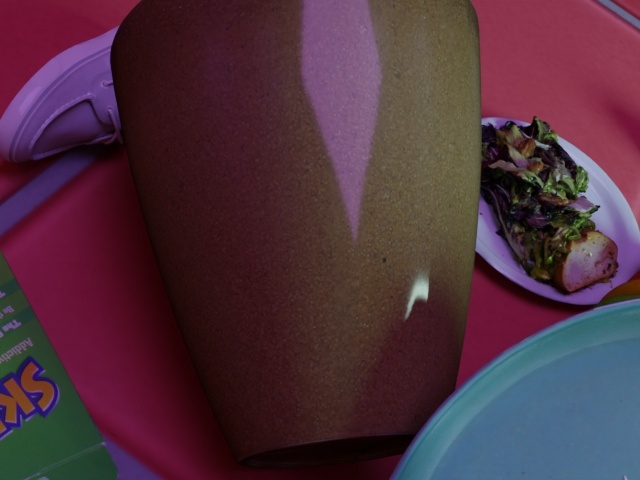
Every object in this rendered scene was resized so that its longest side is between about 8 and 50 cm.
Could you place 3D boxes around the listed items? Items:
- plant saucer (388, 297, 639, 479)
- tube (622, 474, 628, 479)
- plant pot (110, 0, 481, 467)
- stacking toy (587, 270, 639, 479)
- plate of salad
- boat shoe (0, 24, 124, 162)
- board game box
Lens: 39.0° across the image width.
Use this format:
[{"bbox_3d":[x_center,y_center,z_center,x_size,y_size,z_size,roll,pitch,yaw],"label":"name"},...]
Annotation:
[{"bbox_3d":[0.175,0.181,0.470,0.318,0.317,0.044,26,5,-6],"label":"plant saucer"},{"bbox_3d":[0.189,0.228,0.413,0.062,0.070,0.240,-33,105,-24],"label":"tube"},{"bbox_3d":[0.000,0.000,0.545,0.237,0.237,0.254,2,68,-24],"label":"plant pot"},{"bbox_3d":[0.232,0.080,0.643,0.141,0.141,0.330,44,45,11],"label":"stacking toy"},{"bbox_3d":[0.192,-0.036,0.763,0.200,0.048,0.199,13,51,-16],"label":"plate of salad"},{"bbox_3d":[-0.152,-0.100,0.644,0.063,0.066,0.184,35,38,5],"label":"boat shoe"},{"bbox_3d":[-0.225,0.054,0.502,0.124,0.039,0.259,-20,63,-35],"label":"board game box"}]
